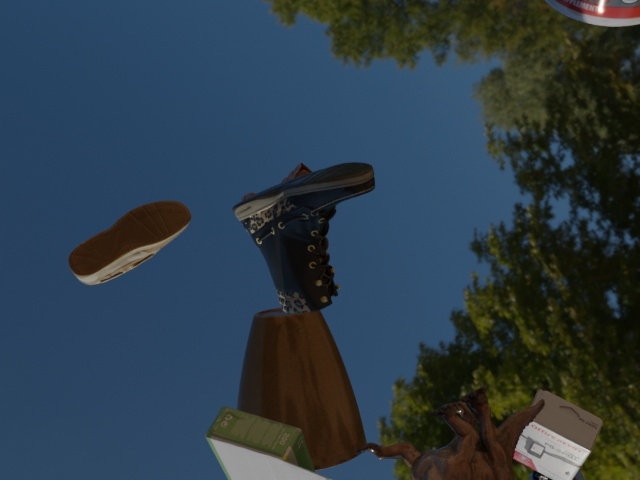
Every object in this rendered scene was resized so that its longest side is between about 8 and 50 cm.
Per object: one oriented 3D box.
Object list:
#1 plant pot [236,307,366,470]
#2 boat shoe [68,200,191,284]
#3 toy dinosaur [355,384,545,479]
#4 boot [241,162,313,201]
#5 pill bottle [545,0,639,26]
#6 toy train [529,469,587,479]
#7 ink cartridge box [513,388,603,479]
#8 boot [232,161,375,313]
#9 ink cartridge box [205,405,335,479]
[{"bbox_3d":[-0.050,0.250,1.307,0.237,0.237,0.254,-9,-87,-48],"label":"plant pot"},{"bbox_3d":[-0.251,0.004,0.974,0.170,0.059,0.063,-28,-109,-20],"label":"boat shoe"},{"bbox_3d":[0.183,0.300,0.895,0.296,0.127,0.200,-14,-110,-40],"label":"toy dinosaur"},{"bbox_3d":[-0.080,-0.102,1.569,0.073,0.152,0.197,21,-168,-44],"label":"boot"},{"bbox_3d":[0.384,-0.458,0.871,0.210,0.362,0.210,-3,-124,4],"label":"pill bottle"},{"bbox_3d":[0.438,0.451,1.321,0.184,0.080,0.105,61,-142,-13],"label":"toy train"},{"bbox_3d":[0.385,0.327,1.210,0.109,0.150,0.063,26,-125,20],"label":"ink cartridge box"},{"bbox_3d":[0.000,0.000,0.997,0.085,0.237,0.178,-33,-75,-49],"label":"boot"},{"bbox_3d":[-0.022,0.313,0.953,0.056,0.235,0.171,-57,-34,-39],"label":"ink cartridge box"}]
